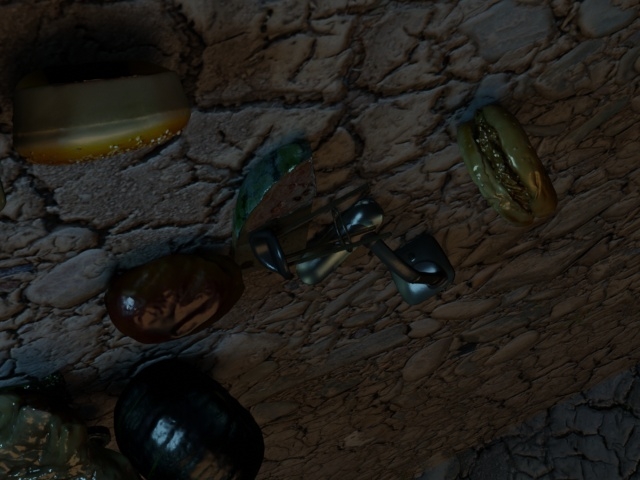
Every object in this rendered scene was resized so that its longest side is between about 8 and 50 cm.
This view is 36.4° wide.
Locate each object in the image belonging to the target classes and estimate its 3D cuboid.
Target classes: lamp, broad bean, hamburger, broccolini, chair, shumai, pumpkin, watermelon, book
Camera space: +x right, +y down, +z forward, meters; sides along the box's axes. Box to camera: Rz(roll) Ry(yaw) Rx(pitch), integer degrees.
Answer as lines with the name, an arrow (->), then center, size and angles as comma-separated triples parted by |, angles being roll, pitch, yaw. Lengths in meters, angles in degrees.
lamp -> 0.103, 0.055, 1.795 | 0.203, 0.124, 0.283 | -33, 150, 22
broad bean -> -0.237, 0.086, 1.591 | 0.229, 0.122, 0.156 | -20, 126, -20
hamburger -> -0.259, -0.148, 1.148 | 0.210, 0.173, 0.116 | -12, 112, -24
broccolini -> -0.551, 0.283, 1.763 | 0.201, 0.073, 0.058 | -2, 149, -12
chair -> 0.000, -0.001, 1.606 | 0.222, 0.095, 0.104 | -19, 129, -5
hamburger -> 0.299, -0.119, 1.576 | 0.108, 0.213, 0.214 | -29, 151, 11
shumai -> -0.488, 0.379, 1.739 | 0.346, 0.217, 0.283 | 2, 105, 0
pumpkin -> -0.261, 0.385, 1.889 | 0.238, 0.315, 0.315 | -52, 150, -4
watermelon -> -0.063, -0.083, 1.501 | 0.187, 0.071, 0.139 | -47, 152, 21
book -> -0.084, -0.009, 1.654 | 0.139, 0.016, 0.198 | -16, 150, -16

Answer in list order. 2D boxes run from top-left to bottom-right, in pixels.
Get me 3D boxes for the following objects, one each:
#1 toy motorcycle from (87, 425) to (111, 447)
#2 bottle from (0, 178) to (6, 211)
toy motorcycle -> -0.556, 0.430, 1.937 | 0.271, 0.106, 0.159 | -5, 143, -25
bottle -> -0.519, -0.074, 0.993 | 0.352, 0.229, 0.229 | -19, 151, -16
